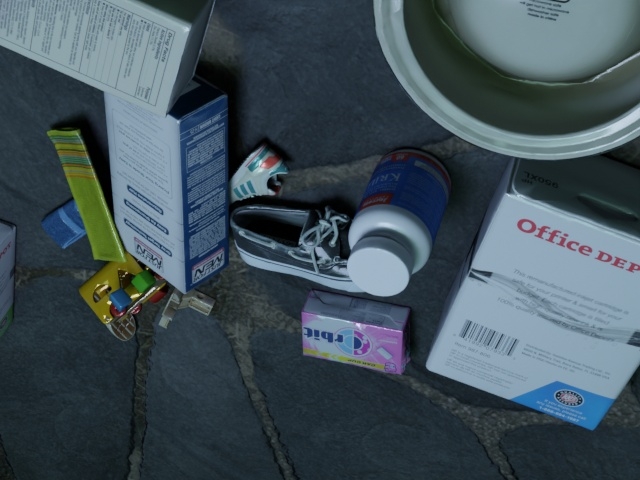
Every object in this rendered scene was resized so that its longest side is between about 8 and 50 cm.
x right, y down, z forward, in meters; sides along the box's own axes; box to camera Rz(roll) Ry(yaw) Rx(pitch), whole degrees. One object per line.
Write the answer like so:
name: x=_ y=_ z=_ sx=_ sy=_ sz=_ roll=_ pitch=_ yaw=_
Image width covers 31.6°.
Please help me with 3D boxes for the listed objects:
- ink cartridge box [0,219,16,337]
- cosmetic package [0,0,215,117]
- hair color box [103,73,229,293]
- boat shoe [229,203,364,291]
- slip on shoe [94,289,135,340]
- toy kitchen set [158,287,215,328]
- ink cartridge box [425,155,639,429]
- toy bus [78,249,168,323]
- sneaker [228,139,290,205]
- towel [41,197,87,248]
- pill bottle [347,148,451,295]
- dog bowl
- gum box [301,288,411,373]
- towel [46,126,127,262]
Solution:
ink cartridge box: x=-0.660 y=0.106 z=2.085 sx=0.115 sy=0.198 sz=0.273 roll=21 pitch=133 yaw=5
cosmetic package: x=-0.303 y=-0.302 z=1.442 sx=0.309 sy=0.113 sz=0.160 roll=24 pitch=134 yaw=-2
hair color box: x=-0.237 y=-0.103 z=1.767 sx=0.174 sy=0.105 sz=0.347 roll=34 pitch=139 yaw=28
boat shoe: x=0.001 y=-0.003 z=1.795 sx=0.306 sy=0.113 sz=0.105 roll=14 pitch=148 yaw=22
slip on shoe: x=-0.394 y=0.131 z=2.116 sx=0.041 sy=0.051 sz=0.135 roll=33 pitch=162 yaw=52
toy kitchen set: x=-0.233 y=0.117 z=2.007 sx=0.075 sy=0.083 sz=0.068 roll=27 pitch=136 yaw=-4
ink cartridge box: x=0.358 y=0.066 z=1.679 sx=0.285 sy=0.166 sz=0.395 roll=20 pitch=134 yaw=3
toy bus: x=-0.319 y=0.054 z=1.953 sx=0.104 sy=0.202 sz=0.191 roll=50 pitch=140 yaw=5
sneaker: x=-0.108 y=-0.086 z=1.802 sx=0.075 sy=0.057 sz=0.161 roll=38 pitch=129 yaw=-5
towel: x=-0.439 y=-0.034 z=1.995 sx=0.119 sy=0.029 sz=0.067 roll=-27 pitch=115 yaw=37
pill bottle: x=0.112 y=-0.025 z=1.657 sx=0.124 sy=0.221 sz=0.124 roll=11 pitch=132 yaw=12
dog bowl: x=0.279 y=-0.305 z=1.401 sx=0.408 sy=0.150 sz=0.408 roll=11 pitch=132 yaw=13
gum box: x=0.066 y=0.158 z=1.943 sx=0.188 sy=0.062 sz=0.107 roll=10 pitch=132 yaw=13
towel: x=-0.386 y=-0.074 z=1.872 sx=0.102 sy=0.021 sz=0.237 roll=7 pitch=119 yaw=54
